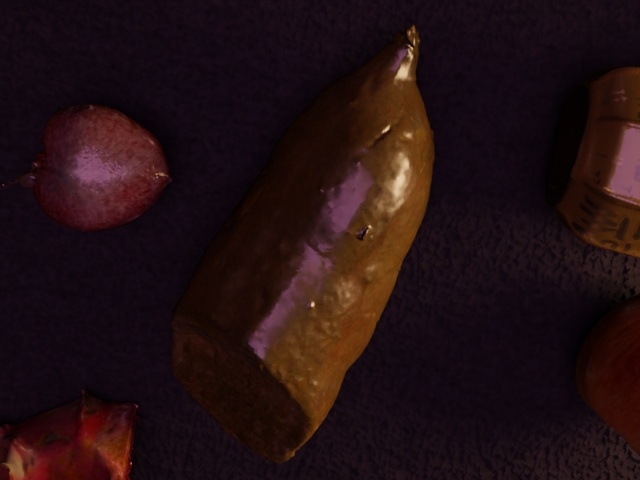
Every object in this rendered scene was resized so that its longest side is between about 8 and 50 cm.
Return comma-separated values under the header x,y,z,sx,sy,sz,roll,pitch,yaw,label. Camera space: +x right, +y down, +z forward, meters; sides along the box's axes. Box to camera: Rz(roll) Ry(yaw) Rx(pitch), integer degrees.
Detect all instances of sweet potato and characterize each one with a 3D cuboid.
x,y,z,sx,sy,sz,roll,pitch,yaw,label
0.000,0.000,1.045,0.157,0.158,0.370,30,91,-5,sweet potato

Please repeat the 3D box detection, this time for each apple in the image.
x,y,z,sx,sy,sz,roll,pitch,yaw,label
0.288,0.115,1.063,0.146,0.146,0.131,40,107,-6,apple

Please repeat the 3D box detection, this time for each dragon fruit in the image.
x,y,z,sx,sy,sz,roll,pitch,yaw,label
-0.256,0.268,1.093,0.161,0.126,0.274,11,99,-2,dragon fruit

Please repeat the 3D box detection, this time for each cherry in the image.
x,y,z,sx,sy,sz,roll,pitch,yaw,label
-0.231,-0.066,1.061,0.225,0.090,0.107,8,111,8,cherry

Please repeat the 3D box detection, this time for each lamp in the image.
x,y,z,sx,sy,sz,roll,pitch,yaw,label
0.286,-0.057,1.027,0.185,0.161,0.161,14,99,-5,lamp
